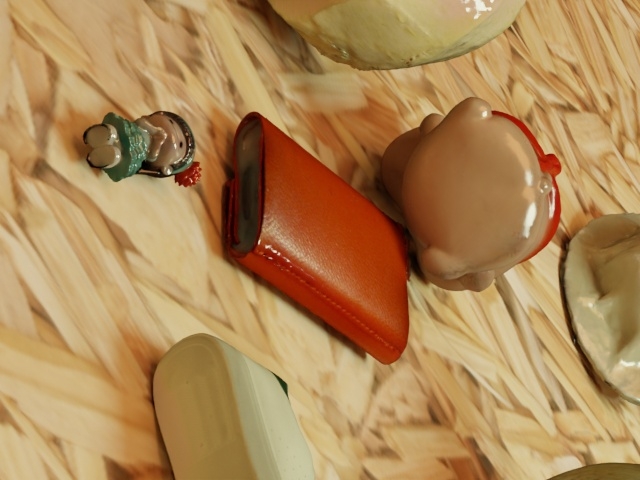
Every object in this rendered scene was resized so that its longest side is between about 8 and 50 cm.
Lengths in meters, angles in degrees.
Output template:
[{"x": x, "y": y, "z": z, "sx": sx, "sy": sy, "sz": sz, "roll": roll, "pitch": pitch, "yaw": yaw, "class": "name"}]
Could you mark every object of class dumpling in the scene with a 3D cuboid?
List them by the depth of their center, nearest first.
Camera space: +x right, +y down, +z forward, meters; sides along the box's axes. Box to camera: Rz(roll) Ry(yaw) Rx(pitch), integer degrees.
[{"x": 0.333, "y": 0.058, "z": 2.006, "sx": 0.172, "sy": 0.142, "sz": 0.247, "roll": 18, "pitch": 53, "yaw": -9, "class": "dumpling"}]

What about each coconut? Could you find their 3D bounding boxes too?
[{"x": 0.058, "y": -0.277, "z": 1.650, "sx": 0.259, "sy": 0.259, "sz": 0.259, "roll": 38, "pitch": 40, "yaw": -41, "class": "coconut"}]

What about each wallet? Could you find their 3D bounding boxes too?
[{"x": 0.000, "y": 0.000, "z": 1.550, "sx": 0.204, "sy": 0.045, "sz": 0.142, "roll": 37, "pitch": 42, "yaw": -41, "class": "wallet"}]

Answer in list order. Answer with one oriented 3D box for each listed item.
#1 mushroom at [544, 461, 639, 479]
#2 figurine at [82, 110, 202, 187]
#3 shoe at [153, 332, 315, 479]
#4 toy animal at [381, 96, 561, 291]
[{"x": 0.275, "y": 0.343, "z": 1.545, "sx": 0.352, "sy": 0.260, "sz": 0.352, "roll": 40, "pitch": 30, "yaw": -29, "class": "mushroom"}, {"x": -0.130, "y": -0.065, "z": 1.380, "sx": 0.106, "sy": 0.047, "sz": 0.060, "roll": -6, "pitch": 66, "yaw": -58, "class": "figurine"}, {"x": -0.039, "y": 0.192, "z": 1.300, "sx": 0.110, "sy": 0.095, "sz": 0.265, "roll": 22, "pitch": 49, "yaw": -52, "class": "shoe"}, {"x": 0.138, "y": -0.043, "z": 1.687, "sx": 0.197, "sy": 0.171, "sz": 0.171, "roll": -1, "pitch": 69, "yaw": -81, "class": "toy animal"}]
